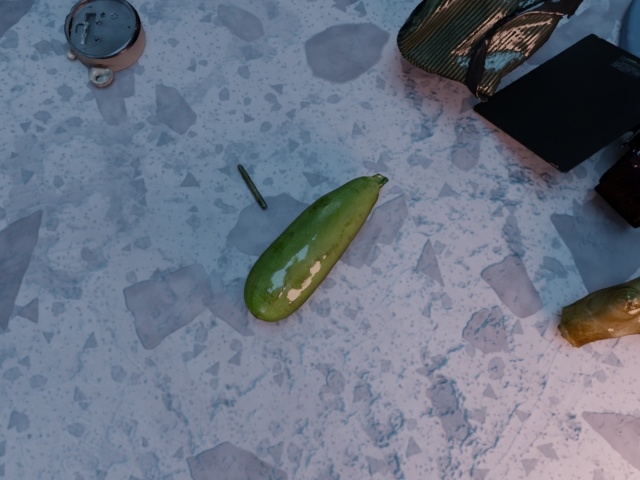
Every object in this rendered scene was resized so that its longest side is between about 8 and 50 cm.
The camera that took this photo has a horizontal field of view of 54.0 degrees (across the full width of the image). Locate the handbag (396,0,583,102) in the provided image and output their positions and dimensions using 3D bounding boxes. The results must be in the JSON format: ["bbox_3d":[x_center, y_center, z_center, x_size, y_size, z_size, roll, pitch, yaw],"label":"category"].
[{"bbox_3d":[0.328,-0.443,1.215,0.240,0.247,0.340,42,109,-4],"label":"handbag"}]

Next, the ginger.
[{"bbox_3d":[0.629,0.123,1.097,0.375,0.236,0.166,-21,91,-5],"label":"ginger"}]

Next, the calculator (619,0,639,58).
[{"bbox_3d":[0.746,-0.421,1.364,0.188,0.042,0.302,11,73,-1],"label":"calculator"}]

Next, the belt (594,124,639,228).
[{"bbox_3d":[0.663,-0.165,1.212,0.289,0.184,0.164,-38,74,-15],"label":"belt"}]

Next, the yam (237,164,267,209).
[{"bbox_3d":[-0.134,-0.106,1.235,0.014,0.014,0.107,-30,77,-11],"label":"yam"}]

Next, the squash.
[{"bbox_3d":[-0.005,-0.005,1.160,0.118,0.118,0.370,38,74,8],"label":"squash"}]

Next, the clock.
[{"bbox_3d":[-0.443,-0.426,1.288,0.156,0.063,0.229,5,72,-3],"label":"clock"}]

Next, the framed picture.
[{"bbox_3d":[0.523,-0.288,1.272,0.339,0.014,0.255,-33,53,-12],"label":"framed picture"}]
